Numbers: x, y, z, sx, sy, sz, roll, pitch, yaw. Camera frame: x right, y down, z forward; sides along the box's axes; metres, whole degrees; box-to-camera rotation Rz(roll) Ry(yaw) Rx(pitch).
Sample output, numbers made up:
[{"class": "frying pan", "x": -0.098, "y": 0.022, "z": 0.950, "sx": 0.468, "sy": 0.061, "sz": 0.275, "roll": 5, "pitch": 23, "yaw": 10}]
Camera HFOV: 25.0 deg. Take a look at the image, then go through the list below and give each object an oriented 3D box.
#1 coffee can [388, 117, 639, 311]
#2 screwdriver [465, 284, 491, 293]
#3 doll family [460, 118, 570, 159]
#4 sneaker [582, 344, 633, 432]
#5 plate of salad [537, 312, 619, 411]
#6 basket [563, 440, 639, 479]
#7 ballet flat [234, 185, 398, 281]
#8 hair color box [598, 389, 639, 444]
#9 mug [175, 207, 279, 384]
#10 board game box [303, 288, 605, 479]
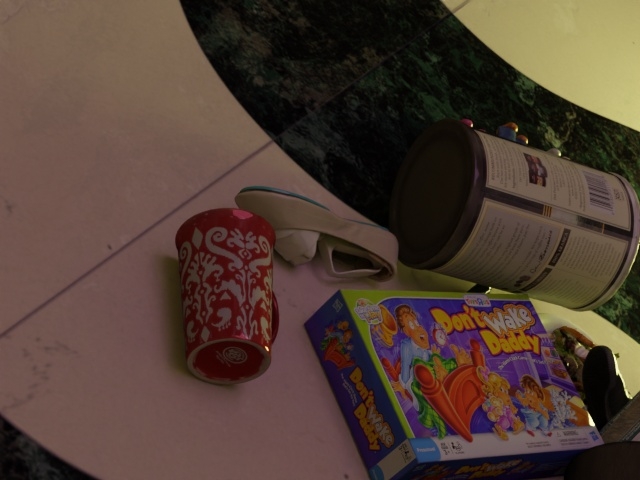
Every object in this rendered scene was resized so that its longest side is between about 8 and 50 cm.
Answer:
[{"class": "coffee can", "x": 0.259, "y": -0.029, "z": 1.937, "sx": 0.275, "sy": 0.201, "sz": 0.201, "roll": 16, "pitch": 44, "yaw": -26}, {"class": "screwdriver", "x": 0.240, "y": 0.062, "z": 2.016, "sx": 0.024, "sy": 0.025, "sz": 0.170, "roll": 51, "pitch": 27, "yaw": 10}, {"class": "doll family", "x": 0.302, "y": -0.093, "z": 2.139, "sx": 0.263, "sy": 0.118, "sz": 0.163, "roll": 33, "pitch": 37, "yaw": -16}, {"class": "sneaker", "x": 0.400, "y": 0.224, "z": 1.930, "sx": 0.089, "sy": 0.051, "sz": 0.170, "roll": 0, "pitch": 84, "yaw": -39}, {"class": "plate of salad", "x": 0.357, "y": 0.178, "z": 1.983, "sx": 0.200, "sy": 0.048, "sz": 0.200, "roll": 27, "pitch": 39, "yaw": -24}, {"class": "basket", "x": 0.358, "y": 0.369, "z": 1.693, "sx": 0.154, "sy": 0.204, "sz": 0.227, "roll": 64, "pitch": 35, "yaw": -29}, {"class": "ballet flat", "x": 0.000, "y": 0.000, "z": 1.787, "sx": 0.248, "sy": 0.086, "sz": 0.086, "roll": 16, "pitch": 44, "yaw": -35}, {"class": "hair color box", "x": 0.531, "y": 0.327, "z": 1.856, "sx": 0.347, "sy": 0.174, "sz": 0.105, "roll": 45, "pitch": -1, "yaw": -9}, {"class": "mug", "x": -0.087, "y": 0.069, "z": 1.599, "sx": 0.150, "sy": 0.113, "sz": 0.169, "roll": 20, "pitch": 45, "yaw": -28}, {"class": "board game box", "x": 0.169, "y": 0.179, "z": 1.768, "sx": 0.347, "sy": 0.078, "sz": 0.233, "roll": 3, "pitch": 52, "yaw": -43}]
